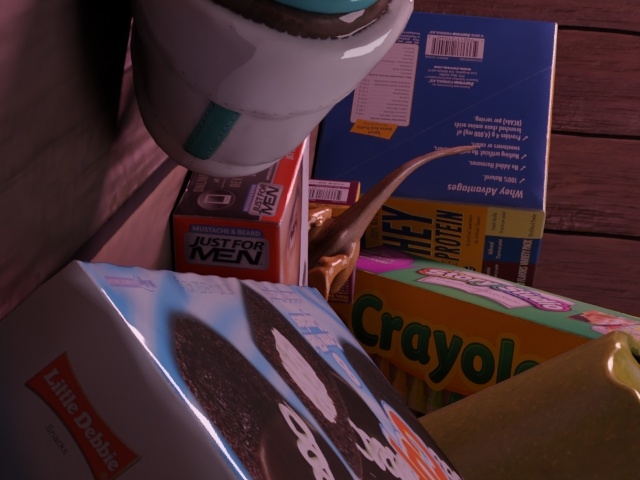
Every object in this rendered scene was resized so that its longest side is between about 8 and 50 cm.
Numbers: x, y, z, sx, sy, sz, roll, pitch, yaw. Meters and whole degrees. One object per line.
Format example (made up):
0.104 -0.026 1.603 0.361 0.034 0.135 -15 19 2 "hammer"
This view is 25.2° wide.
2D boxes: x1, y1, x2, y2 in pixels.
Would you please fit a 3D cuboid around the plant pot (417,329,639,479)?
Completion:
0.123 0.192 0.857 0.276 0.254 0.276 48 18 -22 "plant pot"

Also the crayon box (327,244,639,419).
0.123 0.191 1.114 0.106 0.363 0.313 -7 105 -39 "crayon box"

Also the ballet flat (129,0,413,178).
-0.003 -0.185 0.608 0.139 0.139 0.400 88 13 -50 "ballet flat"

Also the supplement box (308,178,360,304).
0.000 0.000 1.041 0.043 0.055 0.083 -79 173 -58 "supplement box"

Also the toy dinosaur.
0.011 0.000 0.979 0.211 0.064 0.112 -52 169 13 "toy dinosaur"

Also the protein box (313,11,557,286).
0.104 -0.085 1.288 0.136 0.200 0.201 85 12 -60 "protein box"

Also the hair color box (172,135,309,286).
-0.036 0.034 0.713 0.093 0.053 0.167 -76 168 -54 "hair color box"

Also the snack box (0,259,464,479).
0.005 0.100 0.484 0.187 0.060 0.322 53 6 8 "snack box"
